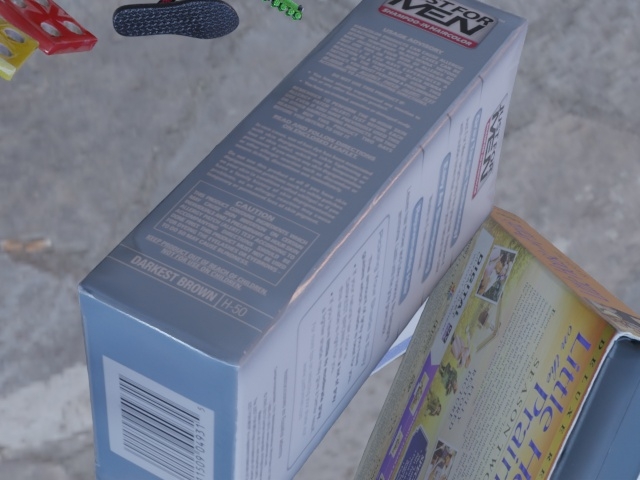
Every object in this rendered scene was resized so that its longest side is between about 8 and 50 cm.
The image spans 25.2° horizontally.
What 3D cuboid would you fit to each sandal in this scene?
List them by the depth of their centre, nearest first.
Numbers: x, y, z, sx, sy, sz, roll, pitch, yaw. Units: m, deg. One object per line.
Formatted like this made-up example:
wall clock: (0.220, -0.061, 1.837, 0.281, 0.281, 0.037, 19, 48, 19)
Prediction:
sandal: (-0.205, -0.322, 2.028, 0.179, 0.040, 0.067, -1, 133, -7)

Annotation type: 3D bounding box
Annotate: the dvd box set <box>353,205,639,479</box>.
dvd box set: (0.128, 0.154, 1.108, 0.062, 0.420, 0.307, 20, 99, -11)

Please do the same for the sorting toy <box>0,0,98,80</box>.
sorting toy: (-0.220, -0.184, 0.719, 0.046, 0.274, 0.132, -53, 167, 21)

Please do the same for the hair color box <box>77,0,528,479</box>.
hair color box: (0.000, 0.000, 0.946, 0.113, 0.374, 0.185, 25, 138, 19)

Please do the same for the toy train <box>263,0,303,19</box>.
toy train: (-0.060, -0.353, 2.110, 0.083, 0.024, 0.017, 29, 166, -19)

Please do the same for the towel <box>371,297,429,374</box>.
towel: (0.072, 0.035, 1.689, 0.209, 0.034, 0.285, -34, 137, -22)
